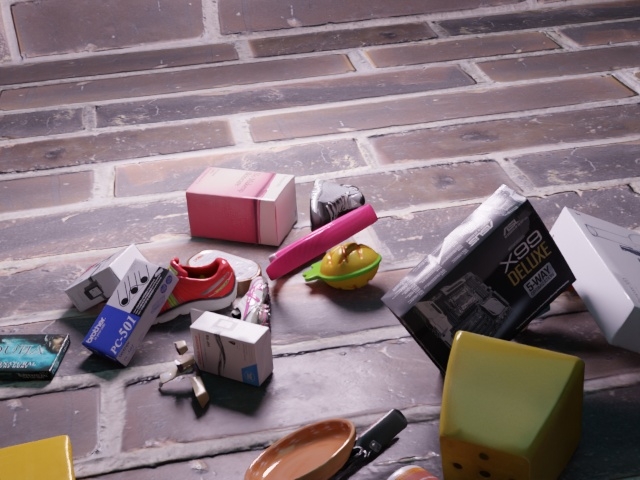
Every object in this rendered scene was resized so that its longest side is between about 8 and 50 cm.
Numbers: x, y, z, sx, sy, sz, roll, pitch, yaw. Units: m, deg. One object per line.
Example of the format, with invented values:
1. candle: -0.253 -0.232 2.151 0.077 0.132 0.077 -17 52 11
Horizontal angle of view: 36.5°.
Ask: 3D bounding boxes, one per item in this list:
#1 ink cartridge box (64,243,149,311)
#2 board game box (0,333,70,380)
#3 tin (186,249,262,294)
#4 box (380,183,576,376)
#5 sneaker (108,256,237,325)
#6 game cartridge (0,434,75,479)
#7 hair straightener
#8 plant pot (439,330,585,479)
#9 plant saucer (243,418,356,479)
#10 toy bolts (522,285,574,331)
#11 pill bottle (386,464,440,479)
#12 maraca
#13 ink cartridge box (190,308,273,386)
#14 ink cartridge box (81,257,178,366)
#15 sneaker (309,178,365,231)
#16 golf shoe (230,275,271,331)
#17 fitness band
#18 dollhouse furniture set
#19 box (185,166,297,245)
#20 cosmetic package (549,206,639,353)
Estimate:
1. ink cartridge box: -0.455 0.079 2.075 0.150 0.063 0.109 -26 16 31
2. board game box: -0.606 0.231 1.929 0.186 0.026 0.126 -1 30 5
3. tin: -0.215 0.068 2.169 0.189 0.040 0.106 16 30 30
4. box: 0.291 0.086 1.753 0.307 0.242 0.076 -42 38 -4
5. sneaker: -0.316 0.095 2.042 0.279 0.118 0.107 -14 31 -11
6. game cartridge: -0.523 0.449 1.522 0.285 0.053 0.324 -11 28 -13
7. hair straightener: 0.059 0.344 1.600 0.230 0.089 0.047 -26 75 -35
8. plant pot: 0.292 0.301 1.553 0.212 0.212 0.187 11 45 24
9. plant saucer: -0.028 0.356 1.568 0.200 0.037 0.200 -25 11 5
10. toy bolts: 0.421 0.105 1.993 0.218 0.158 0.228 33 11 -18
11. pill bottle: 0.186 0.428 1.406 0.121 0.121 0.216 -26 36 -34
12. maraca: 0.046 0.057 2.103 0.185 0.099 0.127 -8 18 35
13. ink cartridge box: -0.184 0.203 1.857 0.180 0.104 0.060 11 34 25
14. ink cartridge box: -0.380 0.142 1.944 0.097 0.046 0.207 16 66 30
15. sneaker: 0.043 -0.091 2.375 0.132 0.086 0.229 1 29 3
16. golf shoe: -0.144 0.133 2.013 0.086 0.068 0.186 -4 30 1
17. fitness band: 0.000 0.000 2.131 0.291 0.054 0.209 -31 1 -38
18. dollhouse furniture set: -0.264 0.262 1.800 0.081 0.091 0.114 -25 36 -6
19. box: -0.188 -0.084 2.340 0.232 0.127 0.149 6 30 17
20. cosmetic package: 0.626 0.096 1.865 0.284 0.097 0.377 16 26 -15
